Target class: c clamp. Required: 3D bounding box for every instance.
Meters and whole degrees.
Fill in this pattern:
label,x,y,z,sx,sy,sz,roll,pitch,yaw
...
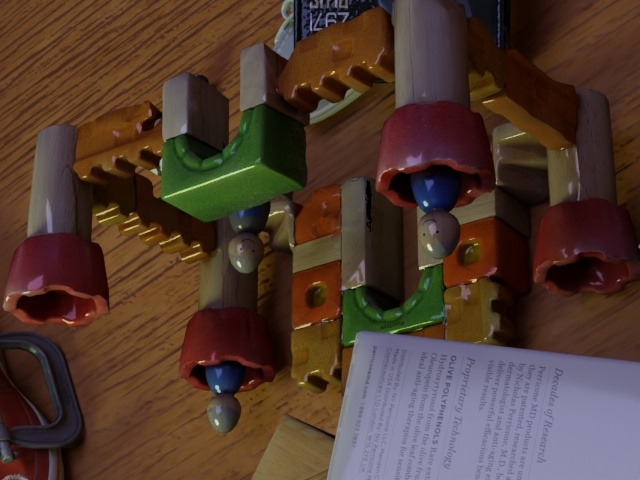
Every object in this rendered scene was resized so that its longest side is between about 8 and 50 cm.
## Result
label,x,y,z,sx,sy,sz,roll,pitch,yaw
c clamp,-0.293,0.146,1.887,0.022,0.137,0.161,118,147,-41

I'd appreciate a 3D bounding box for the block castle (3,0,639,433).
label,x,y,z,sx,sy,sz,roll,pitch,yaw
block castle,0.000,0.000,1.593,0.453,0.303,0.213,-18,61,34

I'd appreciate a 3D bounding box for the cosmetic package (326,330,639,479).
label,x,y,z,sx,sy,sz,roll,pitch,yaw
cosmetic package,0.207,0.176,1.364,0.365,0.197,0.155,5,72,23

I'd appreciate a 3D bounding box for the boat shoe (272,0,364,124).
label,x,y,z,sx,sy,sz,roll,pitch,yaw
boat shoe,0.045,-0.248,1.802,0.320,0.103,0.118,-50,48,10

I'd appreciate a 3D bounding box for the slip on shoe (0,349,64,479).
label,x,y,z,sx,sy,sz,roll,pitch,yaw
slip on shoe,-0.345,0.165,1.936,0.123,0.101,0.331,-42,51,14

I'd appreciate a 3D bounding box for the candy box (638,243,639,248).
label,x,y,z,sx,sy,sz,roll,pitch,yaw
candy box,0.360,-0.065,1.486,0.159,0.071,0.233,23,85,42

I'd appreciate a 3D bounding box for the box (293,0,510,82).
label,x,y,z,sx,sy,sz,roll,pitch,yaw
box,0.071,-0.209,1.703,0.180,0.077,0.147,1,91,10

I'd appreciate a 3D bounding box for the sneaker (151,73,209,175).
label,x,y,z,sx,sy,sz,roll,pitch,yaw
sneaker,-0.135,-0.110,1.936,0.043,0.040,0.109,33,96,26

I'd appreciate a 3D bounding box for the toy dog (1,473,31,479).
label,x,y,z,sx,sy,sz,roll,pitch,yaw
toy dog,-0.293,0.310,1.725,0.333,0.161,0.220,14,49,22

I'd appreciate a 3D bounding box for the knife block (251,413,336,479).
label,x,y,z,sx,sy,sz,roll,pitch,yaw
knife block,0.044,0.249,1.590,0.242,0.088,0.276,25,87,43
